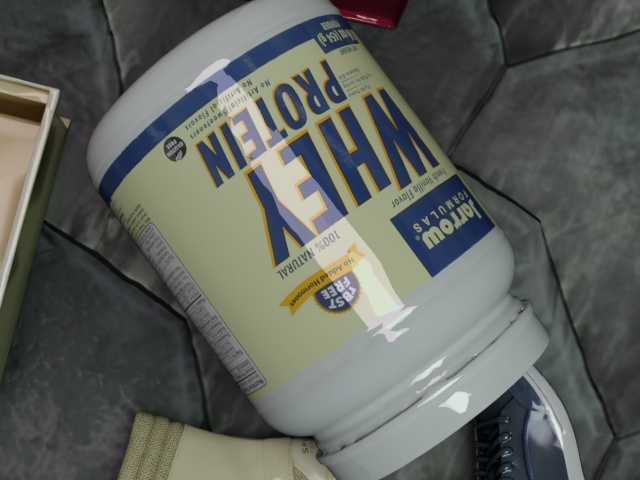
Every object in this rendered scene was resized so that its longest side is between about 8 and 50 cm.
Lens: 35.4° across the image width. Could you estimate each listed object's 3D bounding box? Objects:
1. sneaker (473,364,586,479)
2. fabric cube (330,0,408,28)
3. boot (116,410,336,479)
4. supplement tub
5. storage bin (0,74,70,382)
[{"bbox_3d":[0.134,0.203,0.820,0.163,0.086,0.226,-12,73,-29],"label":"sneaker"},{"bbox_3d":[-0.018,-0.346,0.794,0.259,0.254,0.258,10,85,-5],"label":"fabric cube"},{"bbox_3d":[-0.088,0.282,0.822,0.203,0.095,0.262,11,83,-5],"label":"boot"},{"bbox_3d":[0.000,0.000,0.775,0.235,0.235,0.325,-36,88,-7],"label":"supplement tub"},{"bbox_3d":[-0.361,-0.016,0.804,0.260,0.123,0.262,14,85,-5],"label":"storage bin"}]
